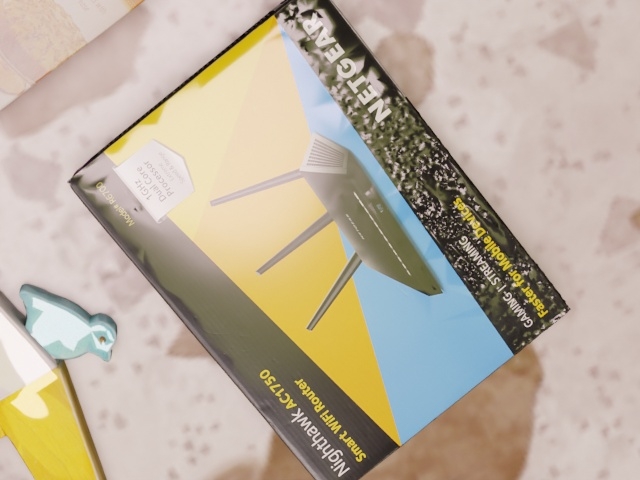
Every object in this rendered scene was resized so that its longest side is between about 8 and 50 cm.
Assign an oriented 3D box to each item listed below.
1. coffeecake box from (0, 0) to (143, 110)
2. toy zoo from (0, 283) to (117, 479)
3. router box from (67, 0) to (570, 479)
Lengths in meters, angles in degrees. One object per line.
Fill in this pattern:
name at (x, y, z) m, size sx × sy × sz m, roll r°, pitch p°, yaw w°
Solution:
coffeecake box at (-0.168, -0.107, 0.602) m, size 0.185 × 0.068 × 0.142 m, roll -37°, pitch 141°, yaw 0°
toy zoo at (-0.216, 0.111, 0.684) m, size 0.293 × 0.030 × 0.192 m, roll -29°, pitch 100°, yaw -1°
router box at (0.000, 0.000, 0.682) m, size 0.133 × 0.046 × 0.179 m, roll -39°, pitch 100°, yaw 1°
